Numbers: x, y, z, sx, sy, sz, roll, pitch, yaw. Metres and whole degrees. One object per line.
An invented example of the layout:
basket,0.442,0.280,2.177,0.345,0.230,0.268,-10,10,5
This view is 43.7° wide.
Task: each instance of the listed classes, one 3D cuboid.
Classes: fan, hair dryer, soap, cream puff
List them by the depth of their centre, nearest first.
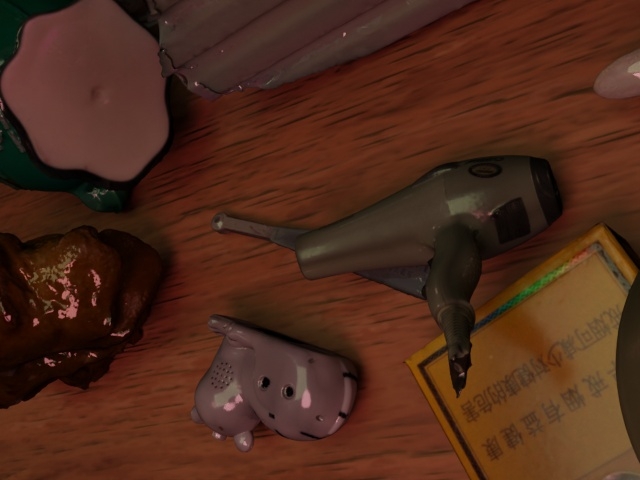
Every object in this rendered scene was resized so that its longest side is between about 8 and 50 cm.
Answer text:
hair dryer,0.054,0.023,0.633,0.229,0.267,0.092,-8,115,37
soap,0.022,-0.289,0.689,0.446,0.261,0.156,-24,68,29
fan,0.000,0.000,0.793,0.281,0.023,0.057,15,90,34
cream puff,-0.306,0.079,0.873,0.269,0.241,0.155,-56,45,47

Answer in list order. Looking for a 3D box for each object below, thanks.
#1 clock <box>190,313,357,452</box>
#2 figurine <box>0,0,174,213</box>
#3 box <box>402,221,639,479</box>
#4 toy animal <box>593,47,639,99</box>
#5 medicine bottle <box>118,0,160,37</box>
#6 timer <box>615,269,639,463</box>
clock,-0.048,0.148,0.758,0.176,0.080,0.117,14,88,36
figurine,-0.323,-0.174,0.917,0.231,0.324,0.340,-39,34,-27
box,0.216,0.165,0.575,0.193,0.084,0.302,-39,62,21
toy animal,0.312,-0.163,0.562,0.140,0.138,0.283,47,130,39
medicine bottle,-0.229,-0.310,0.918,0.105,0.168,0.105,-7,77,33
timer,0.306,0.031,0.356,0.290,0.315,0.291,-4,66,10
